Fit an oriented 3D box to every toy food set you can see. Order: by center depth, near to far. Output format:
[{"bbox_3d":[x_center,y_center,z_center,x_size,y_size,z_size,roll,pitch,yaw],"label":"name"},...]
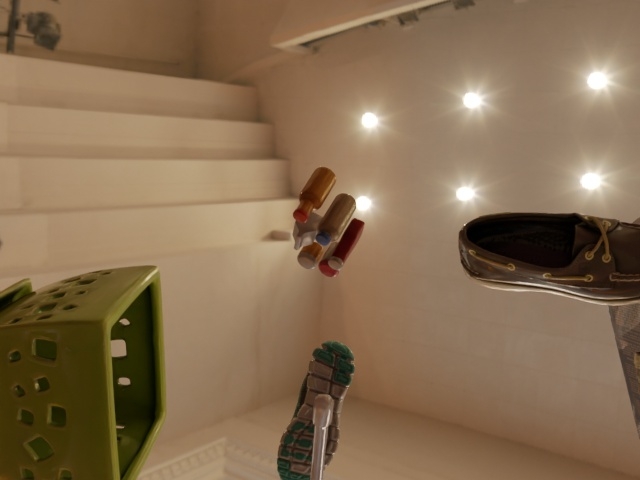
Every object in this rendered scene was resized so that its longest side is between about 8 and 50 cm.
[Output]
[{"bbox_3d":[0.000,0.000,1.198,0.111,0.104,0.232,26,-37,7],"label":"toy food set"}]

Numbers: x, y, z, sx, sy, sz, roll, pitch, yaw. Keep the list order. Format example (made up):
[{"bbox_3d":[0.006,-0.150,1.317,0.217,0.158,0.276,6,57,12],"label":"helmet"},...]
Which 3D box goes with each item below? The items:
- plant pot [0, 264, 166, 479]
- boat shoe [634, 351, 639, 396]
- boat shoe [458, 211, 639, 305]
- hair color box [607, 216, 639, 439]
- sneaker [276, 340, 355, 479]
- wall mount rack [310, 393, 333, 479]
[{"bbox_3d":[-0.312,0.160,0.852,0.207,0.228,0.227,0,-77,3],"label":"plant pot"},{"bbox_3d":[0.452,0.183,0.862,0.080,0.223,0.073,0,-89,-5],"label":"boat shoe"},{"bbox_3d":[0.333,0.016,0.945,0.305,0.091,0.109,2,-118,22],"label":"boat shoe"},{"bbox_3d":[0.556,0.137,1.093,0.113,0.185,0.374,20,-42,56],"label":"hair color box"},{"bbox_3d":[-0.003,0.199,0.825,0.065,0.076,0.166,22,-101,1],"label":"sneaker"},{"bbox_3d":[0.050,0.320,0.658,0.350,0.130,0.304,26,-85,22],"label":"wall mount rack"}]
